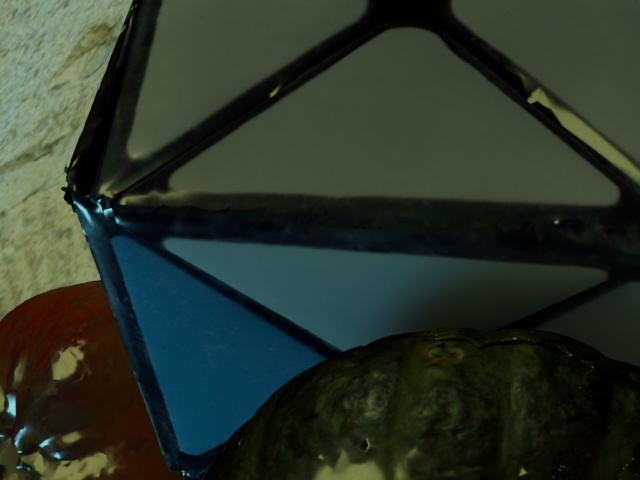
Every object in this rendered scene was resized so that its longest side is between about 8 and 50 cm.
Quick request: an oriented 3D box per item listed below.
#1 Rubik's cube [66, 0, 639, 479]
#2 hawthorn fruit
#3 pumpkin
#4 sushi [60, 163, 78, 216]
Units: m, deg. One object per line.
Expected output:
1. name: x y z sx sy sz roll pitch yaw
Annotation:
1. Rubik's cube: 0.052 -0.035 0.973 0.310 0.305 0.307 4 55 8
2. hawthorn fruit: -0.123 0.124 1.208 0.224 0.224 0.261 -9 10 46
3. pumpkin: 0.086 0.185 0.816 0.320 0.320 0.192 -27 22 32
4. sushi: -0.211 -0.064 1.618 0.085 0.056 0.083 3 62 50
